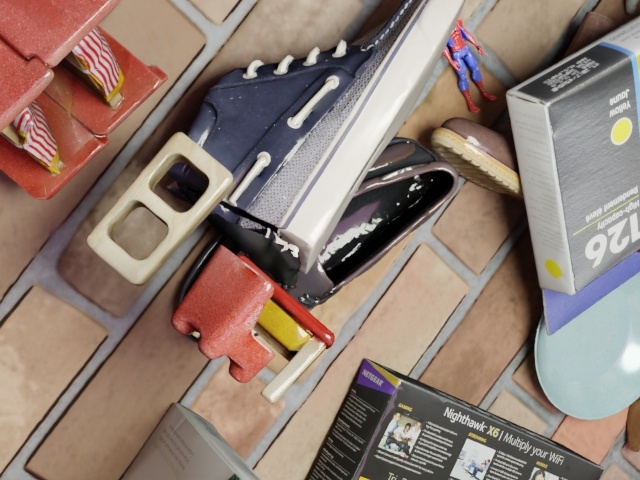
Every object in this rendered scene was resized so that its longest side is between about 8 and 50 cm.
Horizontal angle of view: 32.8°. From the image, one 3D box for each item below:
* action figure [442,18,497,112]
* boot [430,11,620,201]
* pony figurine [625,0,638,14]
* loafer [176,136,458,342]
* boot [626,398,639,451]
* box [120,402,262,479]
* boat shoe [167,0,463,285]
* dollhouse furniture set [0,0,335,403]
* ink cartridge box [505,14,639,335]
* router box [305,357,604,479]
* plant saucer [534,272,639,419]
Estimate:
[{"bbox_3d":[0.144,-0.187,1.103,0.038,0.030,0.115,-34,111,-10],"label":"action figure"},{"bbox_3d":[0.235,-0.142,1.126,0.248,0.090,0.207,21,90,-35],"label":"boot"},{"bbox_3d":[0.282,-0.383,1.021,0.363,0.303,0.351,4,131,-30],"label":"pony figurine"},{"bbox_3d":[0.000,0.000,1.034,0.302,0.095,0.109,-36,114,-15],"label":"loafer"},{"bbox_3d":[0.418,0.198,1.311,0.087,0.042,0.118,7,98,-29],"label":"boot"},{"bbox_3d":[-0.170,0.315,0.942,0.058,0.232,0.322,36,84,-23],"label":"box"},{"bbox_3d":[-0.002,-0.138,0.985,0.158,0.127,0.340,31,70,5],"label":"boat shoe"},{"bbox_3d":[-0.127,-0.053,0.817,0.374,0.201,0.152,40,84,5],"label":"dollhouse furniture set"},{"bbox_3d":[0.342,-0.080,1.120,0.303,0.072,0.307,-32,124,-20],"label":"ink cartridge box"},{"bbox_3d":[0.129,0.295,1.168,0.309,0.081,0.243,27,89,-28],"label":"router box"},{"bbox_3d":[0.314,0.106,1.242,0.195,0.037,0.195,-6,104,-25],"label":"plant saucer"}]
